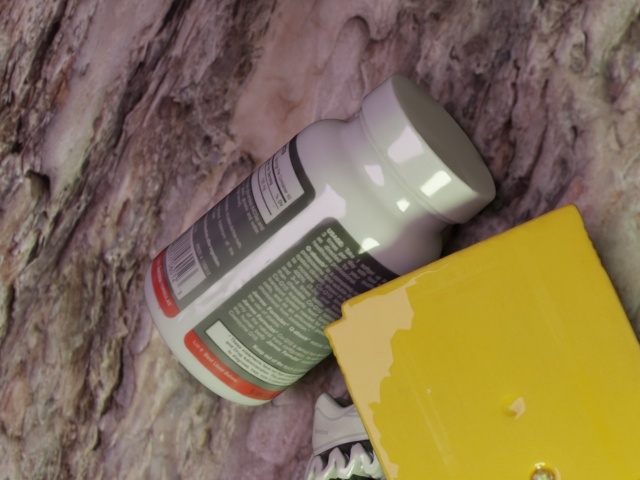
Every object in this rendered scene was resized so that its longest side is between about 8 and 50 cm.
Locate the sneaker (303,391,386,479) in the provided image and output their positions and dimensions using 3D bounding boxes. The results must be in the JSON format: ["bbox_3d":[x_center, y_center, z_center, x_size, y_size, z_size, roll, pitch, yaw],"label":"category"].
[{"bbox_3d":[0.111,0.195,1.639,0.292,0.110,0.118,-13,63,26],"label":"sneaker"}]

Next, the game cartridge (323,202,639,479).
[{"bbox_3d":[0.188,0.164,1.522,0.285,0.052,0.323,-23,81,4],"label":"game cartridge"}]

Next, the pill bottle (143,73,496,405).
[{"bbox_3d":[0.000,0.000,1.672,0.363,0.210,0.210,-39,64,19],"label":"pill bottle"}]
